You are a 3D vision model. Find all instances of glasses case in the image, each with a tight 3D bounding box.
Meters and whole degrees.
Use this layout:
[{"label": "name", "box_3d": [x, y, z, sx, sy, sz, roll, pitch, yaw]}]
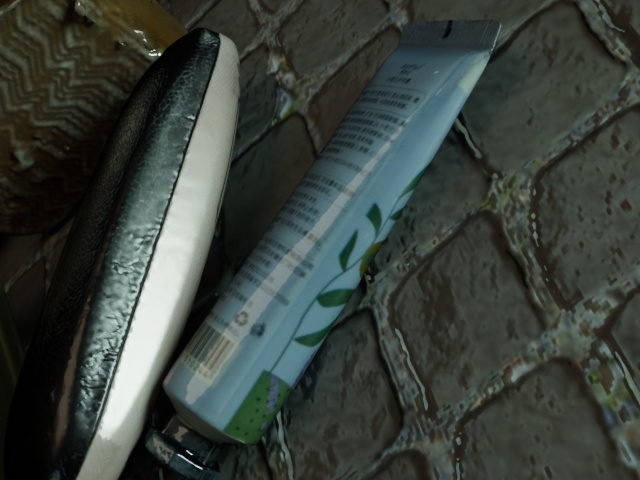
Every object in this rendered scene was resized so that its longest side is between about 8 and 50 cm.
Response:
[{"label": "glasses case", "box_3d": [-0.112, 0.011, 0.552, 0.122, 0.075, 0.315, -33, 38, 54]}]

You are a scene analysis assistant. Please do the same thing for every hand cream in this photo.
[{"label": "hand cream", "box_3d": [0.000, 0.000, 0.483, 0.271, 0.058, 0.091, -58, 26, -5]}]

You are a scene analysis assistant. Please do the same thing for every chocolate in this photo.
[{"label": "chocolate", "box_3d": [-0.207, -0.109, 0.689, 0.214, 0.148, 0.093, -36, 39, 21]}]

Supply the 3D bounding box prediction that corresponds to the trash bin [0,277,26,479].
[{"label": "trash bin", "box_3d": [-0.320, 0.106, 0.642, 0.247, 0.121, 0.243, -25, 82, 29]}]
